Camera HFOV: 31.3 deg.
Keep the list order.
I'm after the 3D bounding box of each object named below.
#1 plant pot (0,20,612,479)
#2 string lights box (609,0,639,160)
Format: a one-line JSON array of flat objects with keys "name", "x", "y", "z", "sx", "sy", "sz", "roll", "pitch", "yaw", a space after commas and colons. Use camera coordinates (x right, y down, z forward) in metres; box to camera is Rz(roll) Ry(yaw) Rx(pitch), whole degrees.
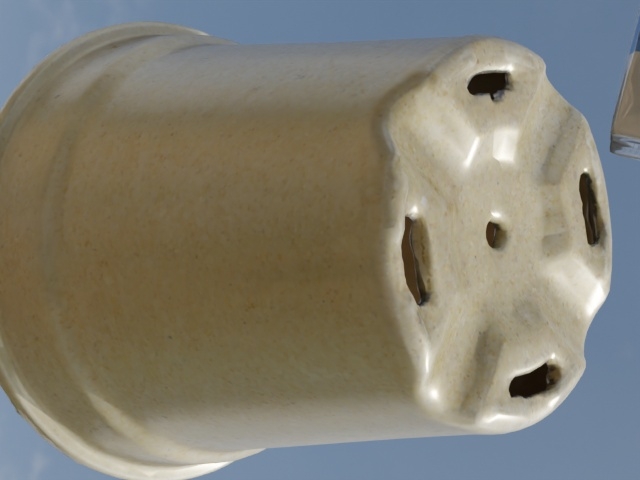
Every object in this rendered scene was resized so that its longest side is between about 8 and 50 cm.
[{"name": "plant pot", "x": 0.000, "y": 0.000, "z": 0.732, "sx": 0.305, "sy": 0.334, "sz": 0.334, "roll": -4, "pitch": -85, "yaw": 44}, {"name": "string lights box", "x": 0.191, "y": -0.158, "z": 0.486, "sx": 0.076, "sy": 0.133, "sz": 0.260, "roll": 15, "pitch": -85, "yaw": 13}]
